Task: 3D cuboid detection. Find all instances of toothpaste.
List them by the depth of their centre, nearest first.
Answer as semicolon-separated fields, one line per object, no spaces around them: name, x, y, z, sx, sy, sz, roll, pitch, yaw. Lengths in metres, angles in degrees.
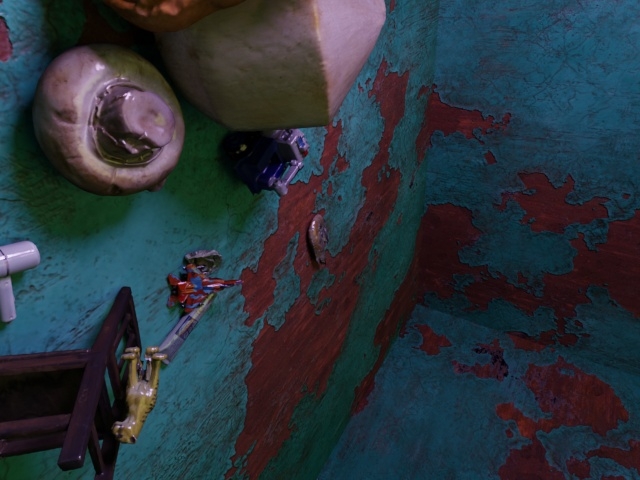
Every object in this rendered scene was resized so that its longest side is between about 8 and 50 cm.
toothpaste;-0.328;0.200;1.057;0.233;0.038;0.060;-57;145;-24

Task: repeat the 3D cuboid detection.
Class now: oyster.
oyster;-0.293;0.055;1.056;0.098;0.037;0.100;-24;149;-33

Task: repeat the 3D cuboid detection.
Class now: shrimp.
shrimp;0.000;0.000;1.552;0.126;0.048;0.223;-63;151;-41

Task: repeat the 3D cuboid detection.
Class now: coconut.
coconut;-0.083;-0.390;0.780;0.415;0.415;0.344;64;16;-52

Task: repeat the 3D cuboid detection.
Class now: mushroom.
mushroom;-0.328;-0.189;0.695;0.255;0.184;0.254;0;90;-62

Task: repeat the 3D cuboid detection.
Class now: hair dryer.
hair dryer;-0.496;0.072;0.669;0.082;0.047;0.137;-26;132;-56

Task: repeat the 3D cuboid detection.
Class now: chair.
chair;-0.463;0.264;0.706;0.241;0.416;0.203;-5;116;-13

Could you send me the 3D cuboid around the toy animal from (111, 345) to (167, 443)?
toy animal;-0.321;0.260;0.741;0.073;0.181;0.136;7;81;-25

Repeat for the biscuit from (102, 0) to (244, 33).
biscuit;-0.166;-0.478;0.588;0.078;0.455;0.349;54;18;-71

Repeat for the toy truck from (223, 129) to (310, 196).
toy truck;-0.122;-0.223;1.057;0.213;0.177;0.161;-62;149;-21

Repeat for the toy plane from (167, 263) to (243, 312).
toy plane;-0.281;0.110;1.039;0.189;0.061;0.130;-9;114;-41
